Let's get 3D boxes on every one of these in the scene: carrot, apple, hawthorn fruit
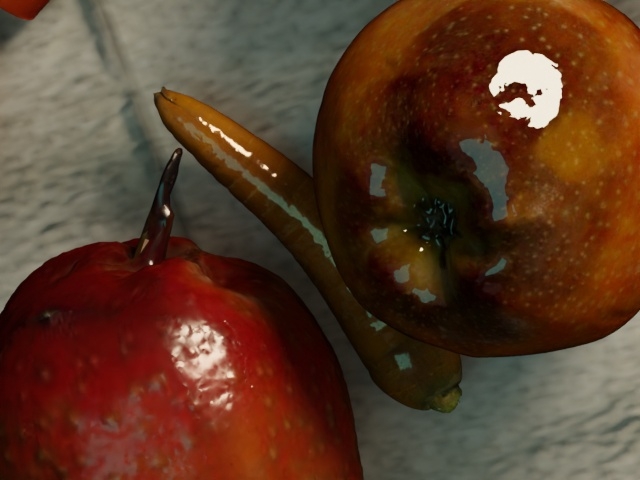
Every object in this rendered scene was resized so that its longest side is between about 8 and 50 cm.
[{"bbox_3d":[0.000,0.000,1.170,0.066,0.062,0.271,-38,87,-3],"label":"carrot"},{"bbox_3d":[0.095,-0.041,1.046,0.230,0.230,0.230,5,109,16],"label":"apple"},{"bbox_3d":[-0.088,0.093,1.139,0.254,0.254,0.300,11,99,14],"label":"hawthorn fruit"}]

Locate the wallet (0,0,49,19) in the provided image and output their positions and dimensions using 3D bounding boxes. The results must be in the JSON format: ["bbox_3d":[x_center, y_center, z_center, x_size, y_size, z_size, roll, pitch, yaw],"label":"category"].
[{"bbox_3d":[-0.172,-0.238,1.129,0.142,0.045,0.204,33,119,-29],"label":"wallet"}]
